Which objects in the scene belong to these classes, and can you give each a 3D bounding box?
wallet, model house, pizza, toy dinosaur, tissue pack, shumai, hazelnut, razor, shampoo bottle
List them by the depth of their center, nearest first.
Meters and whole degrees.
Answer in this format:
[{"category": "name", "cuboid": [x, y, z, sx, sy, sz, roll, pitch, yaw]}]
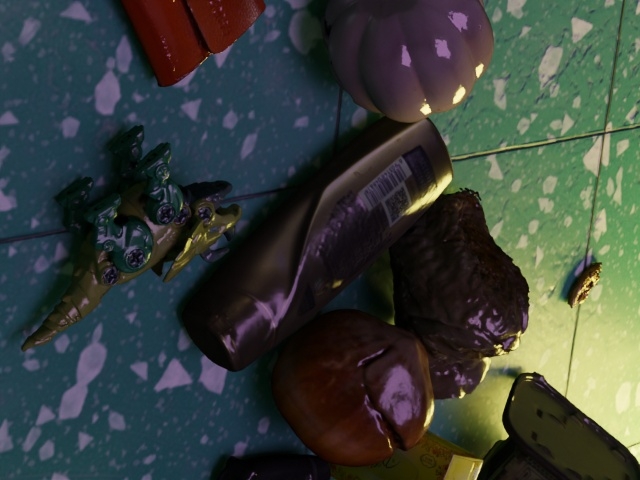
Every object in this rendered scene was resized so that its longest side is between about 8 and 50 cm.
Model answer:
[{"category": "wallet", "cuboid": [-0.134, -0.261, 1.508, 0.142, 0.045, 0.204, -44, 134, -24]}, {"category": "toy dinosaur", "cuboid": [-0.193, 0.002, 1.535, 0.259, 0.094, 0.153, -36, 126, -19]}, {"category": "shampoo bottle", "cuboid": [0.000, 0.000, 1.729, 0.350, 0.084, 0.126, -44, 130, -24]}, {"category": "hazelnut", "cuboid": [0.042, 0.159, 1.782, 0.182, 0.182, 0.182, -20, 120, -39]}, {"category": "razor", "cuboid": [-0.058, 0.283, 1.810, 0.148, 0.054, 0.090, 5, 103, -46]}, {"category": "tissue pack", "cuboid": [0.091, 0.259, 1.864, 0.062, 0.176, 0.095, 17, 95, -47]}, {"category": "shumai", "cuboid": [0.127, 0.071, 1.870, 0.185, 0.218, 0.184, -39, 152, 26]}, {"category": "model house", "cuboid": [0.250, 0.353, 2.114, 0.279, 0.218, 0.205, -49, 180, 22]}, {"category": "pizza", "cuboid": [0.358, 0.060, 2.174, 0.083, 0.016, 0.037, -50, 142, -21]}]

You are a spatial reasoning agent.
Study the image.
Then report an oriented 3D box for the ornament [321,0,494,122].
[{"category": "ornament", "cuboid": [0.092, -0.208, 1.674, 0.177, 0.177, 0.177, -20, 120, -39]}]
